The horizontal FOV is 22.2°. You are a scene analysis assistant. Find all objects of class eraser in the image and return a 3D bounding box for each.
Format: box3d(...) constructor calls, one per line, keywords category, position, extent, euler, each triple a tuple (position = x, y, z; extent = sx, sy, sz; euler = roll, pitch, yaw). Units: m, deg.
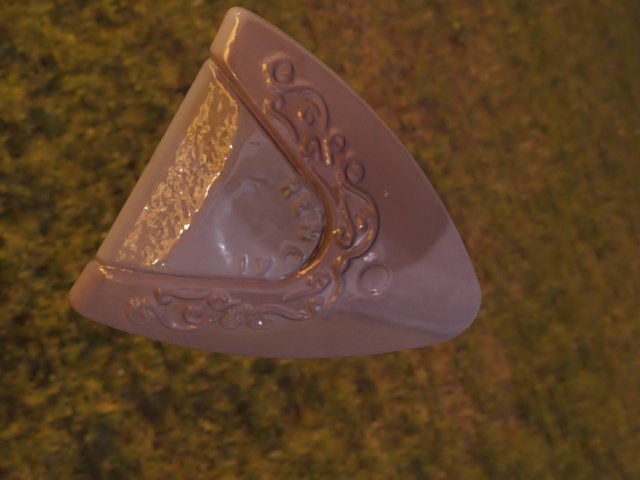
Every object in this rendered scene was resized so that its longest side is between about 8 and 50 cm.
box3d(category="eraser", position=(0.000, 0.000, 0.986), extent=(0.243, 0.204, 0.059), euler=(25, 10, -23))
